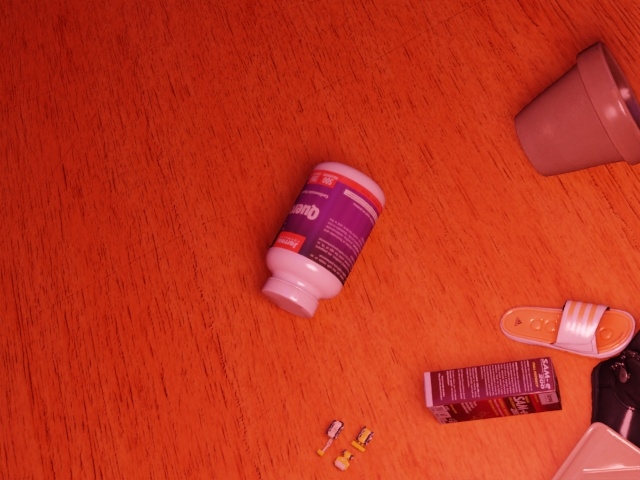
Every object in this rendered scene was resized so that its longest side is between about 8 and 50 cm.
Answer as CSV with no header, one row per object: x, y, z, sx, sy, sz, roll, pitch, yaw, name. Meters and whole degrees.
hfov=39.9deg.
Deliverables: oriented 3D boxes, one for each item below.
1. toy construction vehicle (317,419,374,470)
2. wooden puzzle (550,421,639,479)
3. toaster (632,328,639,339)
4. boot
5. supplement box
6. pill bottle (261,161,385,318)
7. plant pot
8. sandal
0.050,0.409,1.781,0.086,0.035,0.098,29,79,19,toy construction vehicle
0.511,0.463,1.511,0.239,0.044,0.220,35,100,15,wooden puzzle
0.688,0.179,1.614,0.168,0.110,0.186,-46,58,-6,toaster
0.554,0.289,1.542,0.094,0.207,0.246,8,61,-6,boot
0.329,0.288,1.679,0.240,0.130,0.073,-11,60,16,supplement box
0.000,0.000,1.927,0.182,0.181,0.322,19,71,28,pill bottle
0.537,-0.248,1.840,0.229,0.263,0.262,-25,56,26,plant pot
0.465,0.163,1.704,0.265,0.076,0.101,1,62,33,sandal
